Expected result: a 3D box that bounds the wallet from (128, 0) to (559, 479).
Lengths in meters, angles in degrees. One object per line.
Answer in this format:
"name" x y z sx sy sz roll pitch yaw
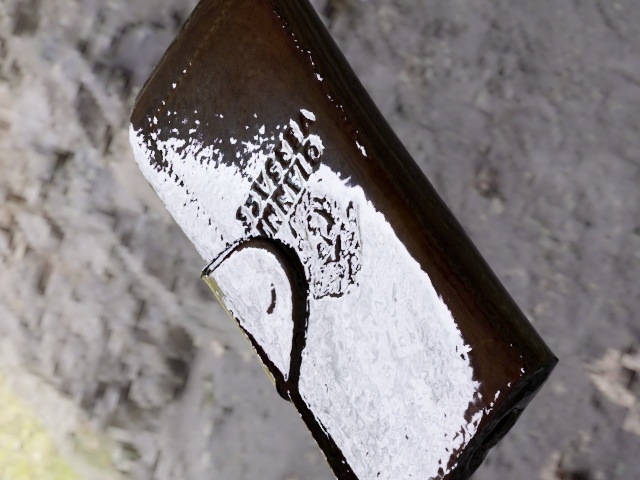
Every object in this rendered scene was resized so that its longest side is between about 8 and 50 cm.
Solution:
"wallet" 0.000 0.000 0.814 0.137 0.031 0.255 -54 55 33
